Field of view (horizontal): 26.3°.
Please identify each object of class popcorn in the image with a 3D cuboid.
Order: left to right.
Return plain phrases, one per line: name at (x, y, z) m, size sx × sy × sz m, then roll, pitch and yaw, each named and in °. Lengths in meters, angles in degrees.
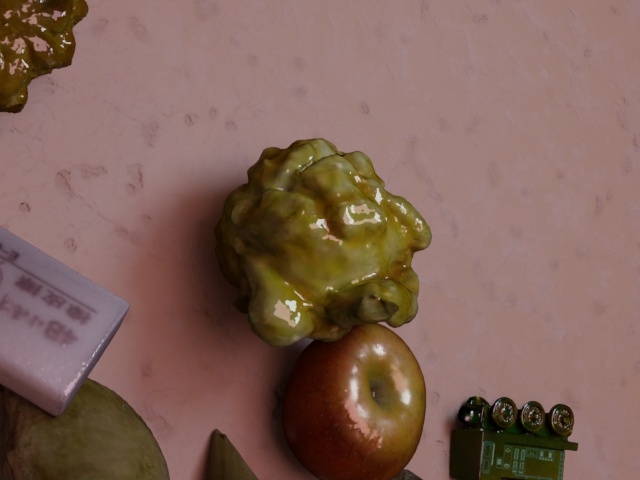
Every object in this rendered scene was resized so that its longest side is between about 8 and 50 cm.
popcorn at (0.001, -0.001, 1.863) m, size 0.275 × 0.335 × 0.279 m, roll -12°, pitch 89°, yaw -14°

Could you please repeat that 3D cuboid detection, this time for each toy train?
toy train at (0.306, 0.317, 2.147) m, size 0.226 × 0.090 × 0.137 m, roll 11°, pitch 80°, yaw -32°

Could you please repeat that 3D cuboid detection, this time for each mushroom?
mushroom at (-0.299, 0.267, 1.689) m, size 0.292 × 0.212 × 0.217 m, roll 18°, pitch 73°, yaw -21°

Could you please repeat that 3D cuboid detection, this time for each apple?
apple at (0.044, 0.233, 1.939) m, size 0.210 × 0.173 × 0.235 m, roll 42°, pitch 51°, yaw -14°

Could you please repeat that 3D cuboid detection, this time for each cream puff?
cream puff at (-0.420, -0.271, 1.715) m, size 0.244 × 0.196 × 0.244 m, roll 15°, pitch 50°, yaw -18°

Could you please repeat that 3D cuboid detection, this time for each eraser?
eraser at (-0.389, 0.078, 1.669) m, size 0.270 × 0.095 × 0.174 m, roll 32°, pitch 49°, yaw -3°

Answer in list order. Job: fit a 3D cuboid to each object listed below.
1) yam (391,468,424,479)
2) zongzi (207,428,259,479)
yam at (0.201, 0.429, 2.067) m, size 0.253 × 0.061 × 0.061 m, roll 37°, pitch 61°, yaw -23°
zongzi at (-0.029, 0.396, 1.816) m, size 0.274 × 0.145 × 0.299 m, roll 2°, pitch 64°, yaw 6°
